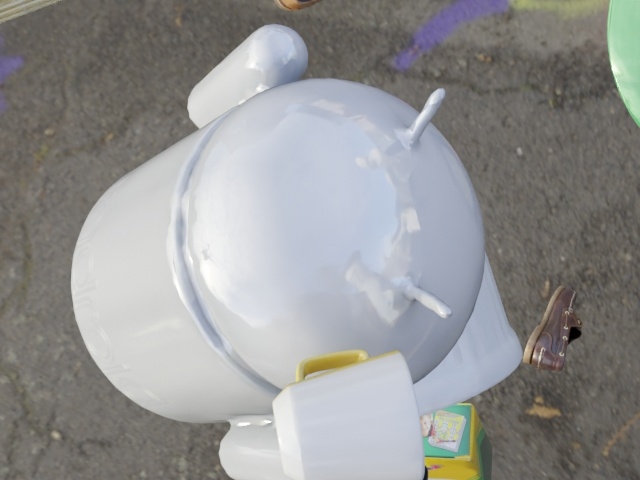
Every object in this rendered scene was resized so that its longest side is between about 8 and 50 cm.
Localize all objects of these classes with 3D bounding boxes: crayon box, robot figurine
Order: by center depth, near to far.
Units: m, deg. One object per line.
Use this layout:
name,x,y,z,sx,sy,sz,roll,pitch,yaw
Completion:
robot figurine,-0.034,0.016,0.666,0.353,0.200,0.300,-21,77,52
crayon box,0.108,0.369,1.786,0.363,0.313,0.106,-1,67,16

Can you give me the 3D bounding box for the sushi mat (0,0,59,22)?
sushi mat,-0.313,-0.292,0.980,0.316,0.151,0.019,-31,41,-32

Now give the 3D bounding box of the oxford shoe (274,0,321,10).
oxford shoe,0.039,-0.361,1.288,0.212,0.076,0.076,-39,23,-6

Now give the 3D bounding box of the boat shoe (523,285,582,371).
boat shoe,0.414,0.155,1.733,0.073,0.073,0.207,13,40,23

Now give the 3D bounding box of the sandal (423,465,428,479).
sandal,0.042,0.268,1.143,0.179,0.040,0.067,7,54,-15

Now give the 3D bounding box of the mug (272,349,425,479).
mug,0.011,0.088,0.479,0.064,0.078,0.062,-9,89,-5

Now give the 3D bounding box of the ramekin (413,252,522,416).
ramekin,0.049,0.077,0.992,0.277,0.277,0.135,-11,97,21

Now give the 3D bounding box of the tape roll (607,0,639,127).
tape roll,0.459,-0.220,1.023,0.321,0.077,0.321,11,108,37
